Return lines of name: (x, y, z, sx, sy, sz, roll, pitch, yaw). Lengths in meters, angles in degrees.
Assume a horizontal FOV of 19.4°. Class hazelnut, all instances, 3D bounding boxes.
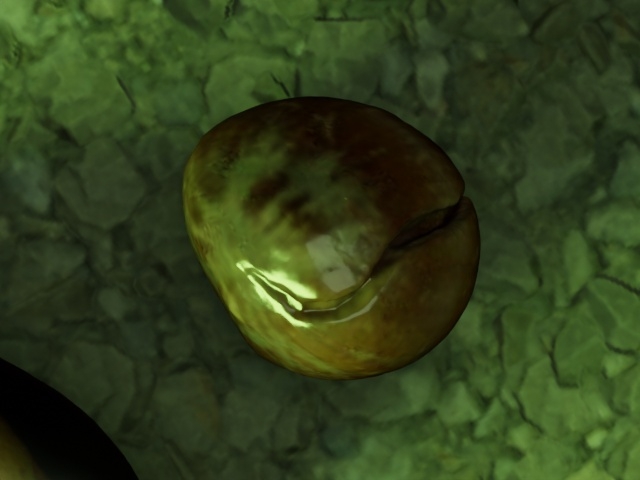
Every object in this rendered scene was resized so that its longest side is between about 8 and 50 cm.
hazelnut: (0.000, 0.000, 0.916, 0.143, 0.143, 0.154, -38, 74, -5)

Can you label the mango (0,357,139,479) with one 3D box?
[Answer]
mango: (-0.216, 0.132, 0.887, 0.287, 0.152, 0.201, 35, 83, -4)
